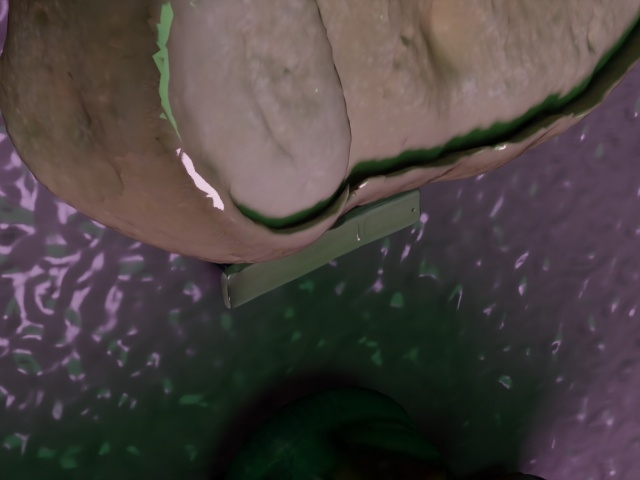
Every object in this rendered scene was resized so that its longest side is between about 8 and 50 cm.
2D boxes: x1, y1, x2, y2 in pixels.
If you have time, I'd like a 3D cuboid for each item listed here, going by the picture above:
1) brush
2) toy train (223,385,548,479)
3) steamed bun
[{"bbox_3d":[0.000,0.000,0.510,0.083,0.013,0.016,-24,129,-29],"label":"brush"},{"bbox_3d":[-0.034,0.218,0.504,0.429,0.178,0.249,-16,130,-24],"label":"toy train"},{"bbox_3d":[-0.012,-0.098,0.389,0.212,0.110,0.231,-48,130,-32],"label":"steamed bun"}]
